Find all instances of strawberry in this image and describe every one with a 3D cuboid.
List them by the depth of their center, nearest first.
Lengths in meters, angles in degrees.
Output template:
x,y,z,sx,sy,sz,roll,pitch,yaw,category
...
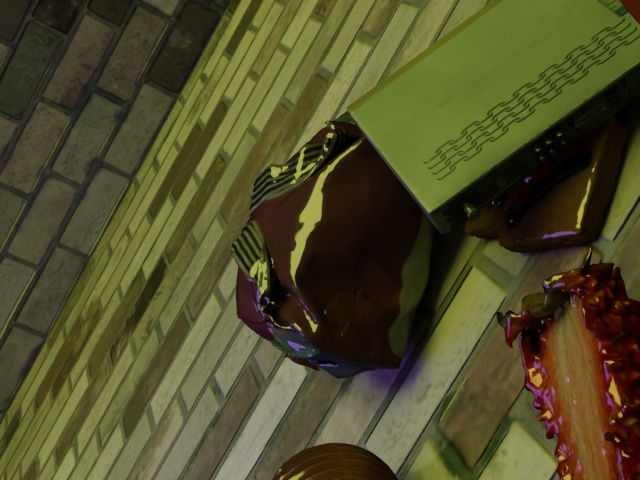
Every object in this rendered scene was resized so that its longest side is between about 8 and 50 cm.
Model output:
x,y,z,sx,sy,sz,roll,pitch,yaw,category
0.208,0.121,0.799,0.167,0.087,0.208,118,144,-68,strawberry

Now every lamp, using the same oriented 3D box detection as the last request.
x,y,z,sx,sy,sz,roll,pitch,yaw,category
0.013,0.252,0.994,0.136,0.136,0.136,-48,26,33,lamp

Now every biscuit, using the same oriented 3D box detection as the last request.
x,y,z,sx,sy,sz,roll,pitch,yaw,category
0.215,-0.097,1.059,0.278,0.043,0.301,-54,23,23,biscuit

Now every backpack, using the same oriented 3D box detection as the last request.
x,y,z,sx,sy,sz,roll,pitch,yaw,category
0.000,0.000,1.226,0.317,0.197,0.283,-3,65,68,backpack

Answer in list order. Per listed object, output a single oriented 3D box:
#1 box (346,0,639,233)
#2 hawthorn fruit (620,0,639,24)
x,y,z,sx,sy,sz,roll,pitch,yaw,category
0.176,-0.141,1.003,0.270,0.045,0.211,-37,45,2,box
0.291,-0.235,0.845,0.157,0.194,0.157,-48,16,18,hawthorn fruit
